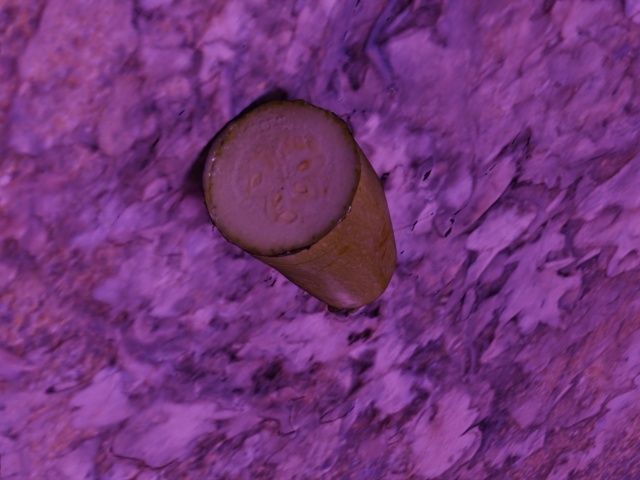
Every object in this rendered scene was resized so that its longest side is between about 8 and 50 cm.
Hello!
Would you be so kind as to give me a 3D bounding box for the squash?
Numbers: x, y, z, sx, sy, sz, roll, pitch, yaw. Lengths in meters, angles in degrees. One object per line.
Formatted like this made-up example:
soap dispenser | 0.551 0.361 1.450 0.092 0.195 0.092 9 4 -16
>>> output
squash | 0.000 0.000 1.062 0.094 0.094 0.224 -42 157 -4
